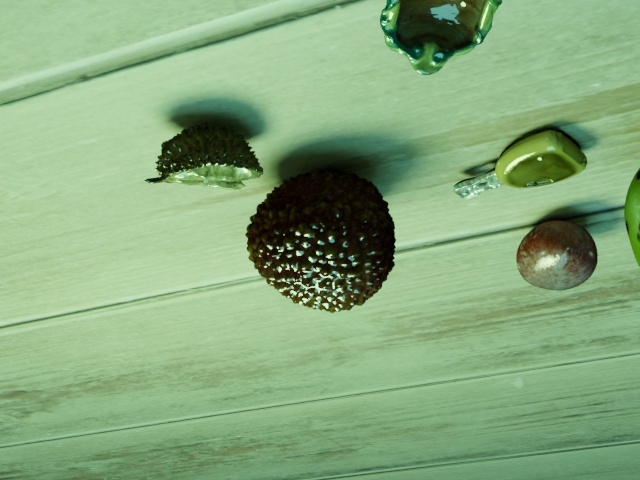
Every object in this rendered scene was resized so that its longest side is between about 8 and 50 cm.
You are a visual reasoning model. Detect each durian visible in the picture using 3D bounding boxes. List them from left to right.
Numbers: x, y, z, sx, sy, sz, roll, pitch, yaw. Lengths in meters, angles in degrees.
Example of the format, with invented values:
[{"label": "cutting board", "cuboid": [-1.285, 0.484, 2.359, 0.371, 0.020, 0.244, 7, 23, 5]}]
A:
[{"label": "durian", "cuboid": [-0.137, -0.095, 1.423, 0.140, 0.071, 0.110, -7, 166, -25]}]

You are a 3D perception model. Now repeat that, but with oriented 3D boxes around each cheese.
[{"label": "cheese", "cuboid": [0.230, -0.084, 1.492, 0.162, 0.036, 0.086, -20, 148, 36]}]

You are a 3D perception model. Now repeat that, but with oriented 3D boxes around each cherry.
[{"label": "cherry", "cuboid": [0.312, 0.032, 1.695, 0.107, 0.090, 0.225, -11, 165, -4]}]

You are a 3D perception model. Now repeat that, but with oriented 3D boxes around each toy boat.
[{"label": "toy boat", "cuboid": [0.119, -0.243, 1.077, 0.108, 0.099, 0.293, 2, 163, -6]}]

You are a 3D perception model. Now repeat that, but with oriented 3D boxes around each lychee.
[{"label": "lychee", "cuboid": [0.000, 0.000, 1.515, 0.188, 0.188, 0.188, 0, 156, 0]}]

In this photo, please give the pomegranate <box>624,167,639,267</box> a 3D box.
[{"label": "pomegranate", "cuboid": [0.461, -0.053, 1.361, 0.230, 0.231, 0.286, 2, 143, -5]}]
